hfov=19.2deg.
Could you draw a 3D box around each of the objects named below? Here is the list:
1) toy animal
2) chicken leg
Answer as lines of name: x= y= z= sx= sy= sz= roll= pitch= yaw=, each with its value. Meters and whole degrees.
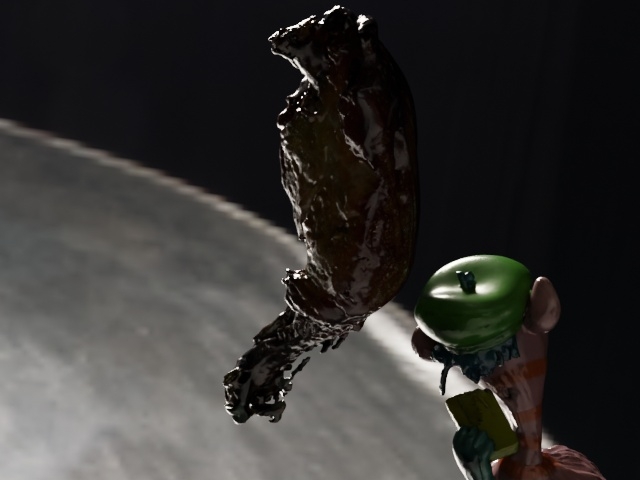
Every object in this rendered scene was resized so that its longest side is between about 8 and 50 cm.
toy animal: x=0.095 y=0.115 z=0.975 sx=0.100 sy=0.208 sz=0.103 roll=7 pitch=29 yaw=25
chicken leg: x=0.000 y=0.000 z=1.008 sx=0.106 sy=0.253 sz=0.051 roll=33 pitch=32 yaw=33
